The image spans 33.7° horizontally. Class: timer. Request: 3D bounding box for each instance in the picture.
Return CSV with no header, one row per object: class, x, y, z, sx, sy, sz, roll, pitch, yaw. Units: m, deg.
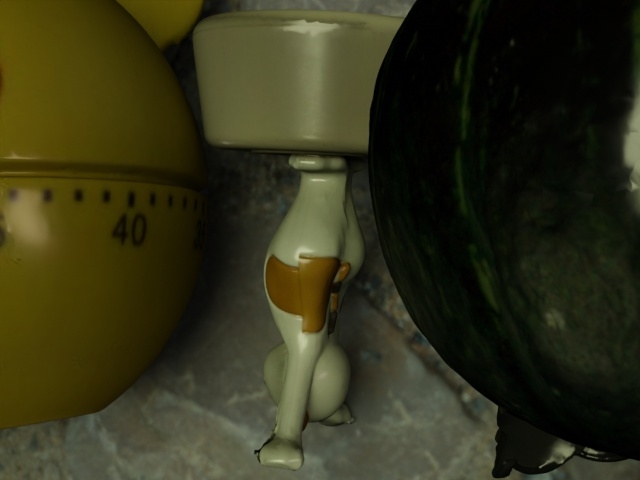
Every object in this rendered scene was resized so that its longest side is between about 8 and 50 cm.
timer,-0.244,-0.067,0.682,0.376,0.376,0.386,-8,85,17
timer,0.000,0.000,0.669,0.175,0.175,0.266,5,93,19

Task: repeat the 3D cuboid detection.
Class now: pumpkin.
pumpkin,0.180,-0.040,0.473,0.323,0.323,0.241,-9,94,17

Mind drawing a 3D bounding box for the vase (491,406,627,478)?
vase,0.142,0.023,0.672,0.116,0.115,0.237,-14,74,16
